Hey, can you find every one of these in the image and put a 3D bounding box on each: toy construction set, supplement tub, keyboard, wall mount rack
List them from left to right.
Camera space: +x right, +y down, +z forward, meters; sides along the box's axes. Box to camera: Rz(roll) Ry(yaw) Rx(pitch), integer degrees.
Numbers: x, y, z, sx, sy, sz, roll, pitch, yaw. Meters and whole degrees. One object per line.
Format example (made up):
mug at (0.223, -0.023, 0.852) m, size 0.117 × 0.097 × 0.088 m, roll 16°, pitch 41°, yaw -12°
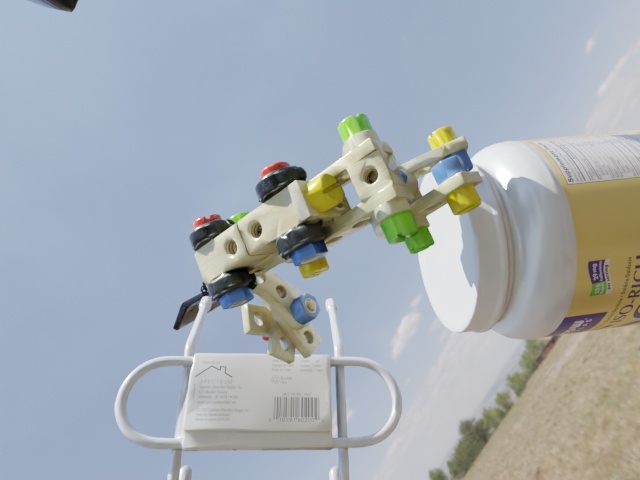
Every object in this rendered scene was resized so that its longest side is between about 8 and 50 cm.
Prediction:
keyboard at (-0.197, 0.090, 0.936) m, size 0.192 × 0.038 × 0.100 m, roll -30°, pitch -24°, yaw -57°
wall mount rack at (-0.077, 0.185, 0.692) m, size 0.130 × 0.350 × 0.304 m, roll 98°, pitch 173°, yaw -54°
toy construction set at (0.000, 0.000, 0.530) m, size 0.328 × 0.151 × 0.215 m, roll -47°, pitch -23°, yaw 28°
supplement tub at (0.309, -0.008, 0.625) m, size 0.331 × 0.241 × 0.241 m, roll -7°, pitch -40°, yaw -6°

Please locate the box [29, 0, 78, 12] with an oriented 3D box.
box at (-0.155, -0.267, 0.197) m, size 0.165 × 0.143 × 0.270 m, roll 12°, pitch -76°, yaw -65°
